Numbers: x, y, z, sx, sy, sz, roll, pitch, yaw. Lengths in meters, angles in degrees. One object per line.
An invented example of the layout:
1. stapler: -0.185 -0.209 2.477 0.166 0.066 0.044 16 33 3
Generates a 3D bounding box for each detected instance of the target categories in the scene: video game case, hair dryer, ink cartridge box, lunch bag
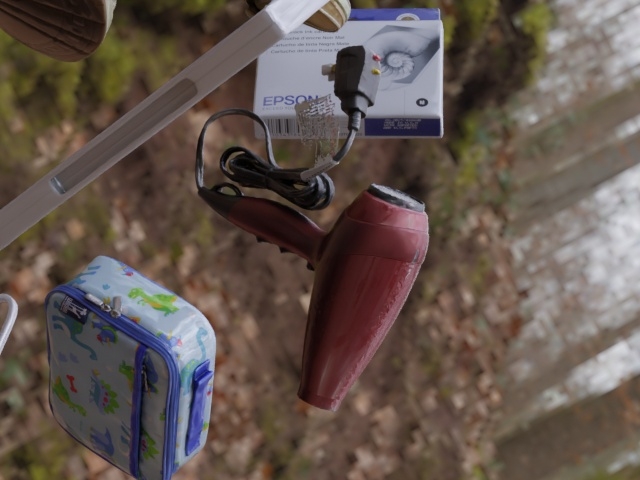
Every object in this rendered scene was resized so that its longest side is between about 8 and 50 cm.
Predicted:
1. video game case: -0.097 -0.105 1.332 0.025 0.285 0.204 53 29 -7
2. hair dryer: 0.000 0.000 1.602 0.224 0.080 0.293 -26 -117 43
3. ink cartridge box: 0.035 -0.214 2.245 0.045 0.223 0.224 86 4 -49
4. lunch bag: -0.191 0.135 1.908 0.176 0.090 0.219 31 -43 21

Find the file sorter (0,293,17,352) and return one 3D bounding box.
1. file sorter: -0.404 0.046 1.465 0.173 0.193 0.277 -12 -45 38

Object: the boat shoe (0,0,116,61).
1. boat shoe: -0.189 -0.230 1.439 0.105 0.089 0.285 25 -26 -5

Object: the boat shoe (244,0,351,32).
1. boat shoe: -0.051 -0.241 1.821 0.190 0.072 0.068 30 -27 -33
